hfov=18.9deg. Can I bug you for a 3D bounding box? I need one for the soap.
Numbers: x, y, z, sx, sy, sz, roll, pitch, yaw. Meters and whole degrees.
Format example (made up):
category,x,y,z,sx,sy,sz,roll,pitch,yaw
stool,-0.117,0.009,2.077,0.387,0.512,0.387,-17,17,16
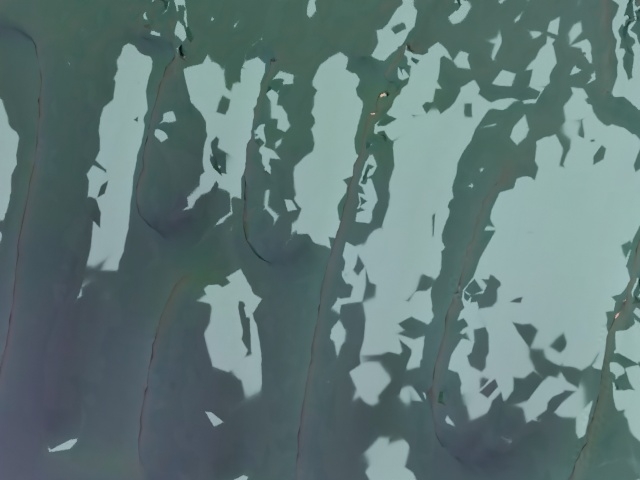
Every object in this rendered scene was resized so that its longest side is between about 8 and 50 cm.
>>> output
category,x,y,z,sx,sy,sz,roll,pitch,yaw
soap,0.000,0.000,0.660,0.446,0.156,0.261,16,102,23
